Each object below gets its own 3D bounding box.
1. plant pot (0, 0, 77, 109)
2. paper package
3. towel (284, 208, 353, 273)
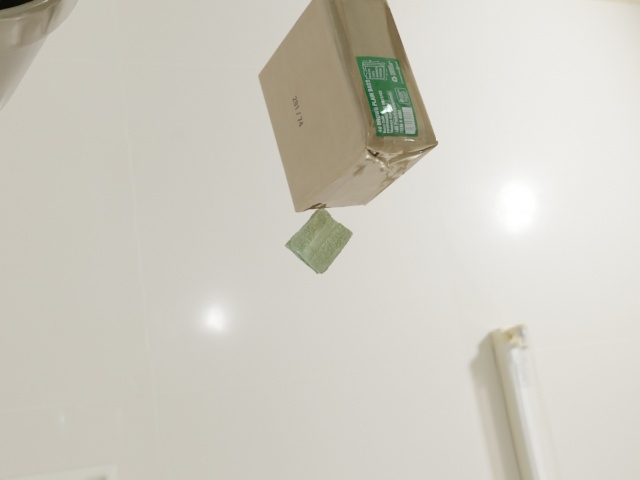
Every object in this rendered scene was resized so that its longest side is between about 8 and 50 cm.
[{"bbox_3d":[-0.439,-0.273,0.958,0.280,0.323,0.323,124,-42,-51],"label":"plant pot"},{"bbox_3d":[0.038,-0.256,1.606,0.309,0.168,0.325,-41,-120,56],"label":"paper package"},{"bbox_3d":[0.000,0.000,1.891,0.110,0.148,0.027,40,-35,3],"label":"towel"}]
